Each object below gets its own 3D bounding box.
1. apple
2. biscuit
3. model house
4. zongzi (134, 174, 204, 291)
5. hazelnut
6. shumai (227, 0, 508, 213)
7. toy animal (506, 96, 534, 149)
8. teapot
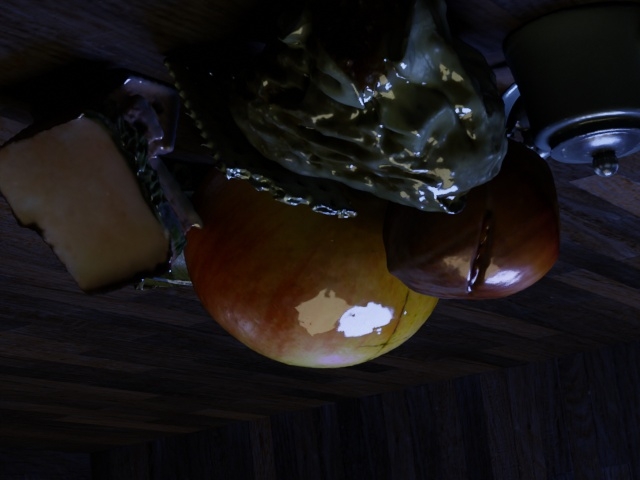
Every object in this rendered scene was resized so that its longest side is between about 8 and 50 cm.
[{"bbox_3d":[0.000,0.000,1.650,0.286,0.286,0.233,1,141,-25],"label":"apple"},{"bbox_3d":[-0.061,-0.099,1.443,0.144,0.203,0.016,8,130,-39],"label":"biscuit"},{"bbox_3d":[-0.197,-0.068,1.535,0.166,0.183,0.172,-18,-160,29],"label":"model house"},{"bbox_3d":[-0.119,-0.030,1.795,0.251,0.125,0.274,-6,159,0],"label":"zongzi"},{"bbox_3d":[0.144,-0.025,1.491,0.182,0.182,0.182,-6,165,-2],"label":"hazelnut"},{"bbox_3d":[0.049,-0.154,1.357,0.256,0.189,0.218,15,148,8],"label":"shumai"},{"bbox_3d":[0.214,-0.130,1.667,0.047,0.065,0.136,27,146,-32],"label":"toy animal"},{"bbox_3d":[0.263,-0.130,1.520,0.239,0.149,0.162,-20,161,40],"label":"teapot"}]
